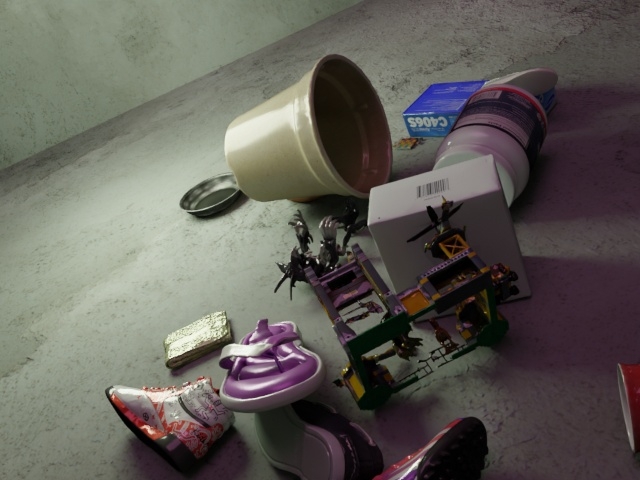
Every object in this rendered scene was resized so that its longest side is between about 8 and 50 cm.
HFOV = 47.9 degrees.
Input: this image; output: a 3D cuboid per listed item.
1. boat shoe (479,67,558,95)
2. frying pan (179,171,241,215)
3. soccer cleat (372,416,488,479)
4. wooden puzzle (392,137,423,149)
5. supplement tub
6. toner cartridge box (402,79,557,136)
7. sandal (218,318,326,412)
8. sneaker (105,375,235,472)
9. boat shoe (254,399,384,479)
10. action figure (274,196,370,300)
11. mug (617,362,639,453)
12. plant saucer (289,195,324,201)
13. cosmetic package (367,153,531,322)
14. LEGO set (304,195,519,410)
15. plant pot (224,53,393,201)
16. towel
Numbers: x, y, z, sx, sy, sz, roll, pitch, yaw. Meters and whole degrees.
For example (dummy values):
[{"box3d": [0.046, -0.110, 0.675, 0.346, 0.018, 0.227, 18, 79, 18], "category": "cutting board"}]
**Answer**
[{"box3d": [0.464, -0.368, 1.695, 0.184, 0.066, 0.063, -17, 31, 31], "category": "boat shoe"}, {"box3d": [-0.249, -0.162, 2.032, 0.326, 0.053, 0.197, -34, 31, -20], "category": "frying pan"}, {"box3d": [0.097, 0.341, 0.942, 0.318, 0.108, 0.116, -43, 31, -25], "category": "soccer cleat"}, {"box3d": [0.225, -0.252, 1.878, 0.083, 0.006, 0.049, 4, 40, 39], "category": "wooden puzzle"}, {"box3d": [0.352, -0.187, 1.500, 0.191, 0.191, 0.272, -2, 37, 34], "category": "supplement tub"}, {"box3d": [0.396, -0.335, 1.819, 0.348, 0.075, 0.165, 8, 44, 43], "category": "toner cartridge box"}, {"box3d": [-0.100, 0.184, 1.193, 0.169, 0.102, 0.416, -22, 7, -7], "category": "sandal"}, {"box3d": [-0.264, 0.296, 1.284, 0.145, 0.090, 0.270, -40, 37, -27], "category": "sneaker"}, {"box3d": [-0.014, 0.301, 1.095, 0.091, 0.114, 0.302, 6, 7, -27], "category": "boat shoe"}, {"box3d": [0.000, 0.000, 1.512, 0.164, 0.140, 0.276, 13, 43, 45], "category": "action figure"}, {"box3d": [0.471, 0.218, 0.893, 0.169, 0.150, 0.113, -10, -3, 16], "category": "mug"}, {"box3d": [-0.016, -0.158, 1.873, 0.200, 0.037, 0.200, -17, 31, 11], "category": "plant saucer"}, {"box3d": [0.225, 0.001, 1.261, 0.224, 0.224, 0.138, -15, 29, 16], "category": "cosmetic package"}, {"box3d": [0.128, 0.094, 1.158, 0.331, 0.255, 0.192, -33, 47, 0], "category": "LEGO set"}, {"box3d": [-0.044, -0.227, 1.699, 0.306, 0.333, 0.333, -14, 31, 34], "category": "plant pot"}, {"box3d": [-0.256, 0.202, 1.485, 0.148, 0.027, 0.110, -26, 29, -3], "category": "towel"}]
